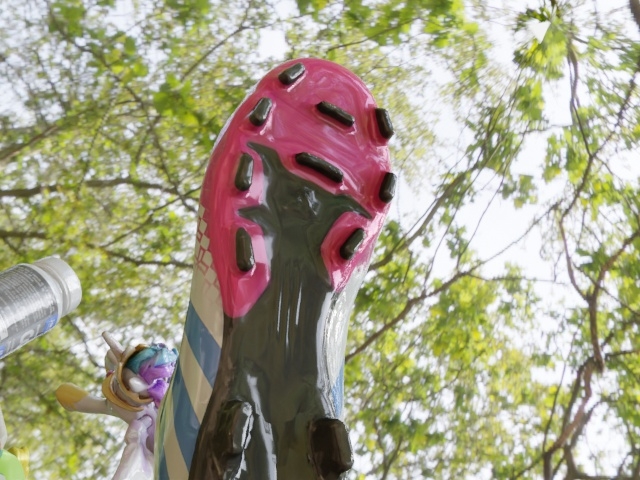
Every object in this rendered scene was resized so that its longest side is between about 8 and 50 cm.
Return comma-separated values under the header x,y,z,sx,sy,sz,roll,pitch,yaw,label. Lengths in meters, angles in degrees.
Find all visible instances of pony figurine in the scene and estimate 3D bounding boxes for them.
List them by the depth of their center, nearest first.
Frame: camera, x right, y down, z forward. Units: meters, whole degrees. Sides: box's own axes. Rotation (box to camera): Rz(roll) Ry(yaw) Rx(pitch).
x,y,z,sx,sy,sz,roll,pitch,yaw,label
-0.247,0.299,1.217,0.351,0.303,0.363,51,-31,-4,pony figurine

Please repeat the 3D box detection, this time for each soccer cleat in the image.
x,y,z,sx,sy,sz,roll,pitch,yaw,label
-0.040,0.044,0.461,0.116,0.331,0.143,21,-31,-22,soccer cleat

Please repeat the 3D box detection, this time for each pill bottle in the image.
x,y,z,sx,sy,sz,roll,pitch,yaw,label
-0.314,0.070,0.802,0.078,0.137,0.078,11,-65,25,pill bottle

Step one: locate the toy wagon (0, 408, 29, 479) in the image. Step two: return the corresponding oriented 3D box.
x,y,z,sx,sy,sz,roll,pitch,yaw,label
-0.268,0.133,0.422,0.068,0.344,0.267,18,-100,29,toy wagon
